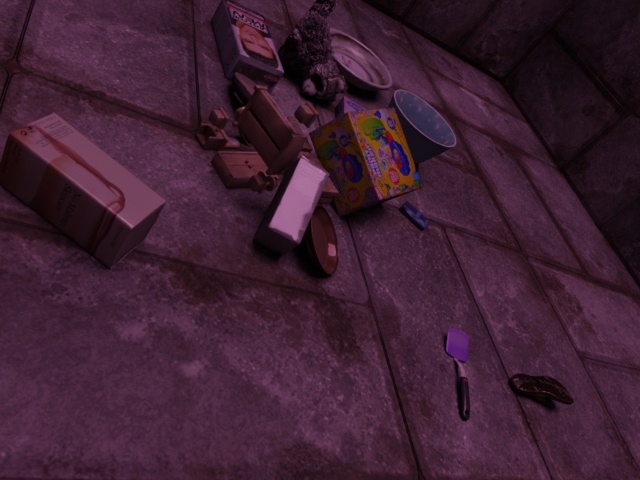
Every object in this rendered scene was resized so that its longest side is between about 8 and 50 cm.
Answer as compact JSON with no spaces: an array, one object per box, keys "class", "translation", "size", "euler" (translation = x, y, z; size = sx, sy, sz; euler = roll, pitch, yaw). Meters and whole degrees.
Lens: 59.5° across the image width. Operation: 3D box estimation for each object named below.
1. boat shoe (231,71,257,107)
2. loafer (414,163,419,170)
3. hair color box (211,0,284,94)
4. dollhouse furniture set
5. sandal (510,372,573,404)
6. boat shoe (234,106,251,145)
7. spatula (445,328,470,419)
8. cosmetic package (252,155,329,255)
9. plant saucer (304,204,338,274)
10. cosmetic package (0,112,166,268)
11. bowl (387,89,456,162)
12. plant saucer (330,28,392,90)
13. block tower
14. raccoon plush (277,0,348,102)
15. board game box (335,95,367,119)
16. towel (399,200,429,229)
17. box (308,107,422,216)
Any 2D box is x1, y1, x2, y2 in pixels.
[{"class":"boat shoe","translation":[-0.230,-0.448,1.830],"size":[0.112,0.095,0.335],"euler":[19,25,-41]},{"class":"loafer","translation":[0.380,-0.302,2.281],"size":[0.062,0.061,0.170],"euler":[36,35,-6]},{"class":"hair color box","translation":[-0.274,-0.721,2.067],"size":[0.186,0.113,0.374],"euler":[12,45,-35]},{"class":"dollhouse furniture set","translation":[-0.143,-0.314,1.542],"size":[0.174,0.355,0.303],"euler":[-9,58,-49]},{"class":"sandal","translation":[0.684,0.472,1.749],"size":[0.220,0.060,0.090],"euler":[11,37,-15]},{"class":"boat shoe","translation":[-0.226,-0.346,1.695],"size":[0.056,0.153,0.048],"euler":[-22,69,-14]},{"class":"spatula","translation":[0.401,0.377,1.598],"size":[0.084,0.030,0.296],"euler":[28,37,-17]},{"class":"cosmetic package","translation":[-0.077,-0.089,1.492],"size":[0.107,0.127,0.237],"euler":[33,60,-13]},{"class":"plant saucer","translation":[0.000,0.000,1.552],"size":[0.199,0.036,0.198],"euler":[-11,90,-69]},{"class":"cosmetic package","translation":[-0.494,-0.102,1.160],"size":[0.296,0.153,0.129],"euler":[37,37,-3]},{"class":"bowl","translation":[0.359,-0.423,2.189],"size":[0.312,0.163,0.311],"euler":[27,37,-23]},{"class":"plant saucer","translation":[0.145,-0.802,2.563],"size":[0.401,0.100,0.400],"euler":[25,39,-22]},{"class":"block tower","translation":[-0.071,-0.251,1.773],"size":[0.097,0.091,0.335],"euler":[2,50,-43]},{"class":"raccoon plush","translation":[0.041,-0.765,2.195],"size":[0.299,0.446,0.216],"euler":[35,2,-10]},{"class":"board game box","translation":[0.205,-0.396,2.211],"size":[0.319,0.066,0.317],"euler":[27,37,-21]},{"class":"towel","translation":[0.346,-0.093,2.052],"size":[0.119,0.029,0.067],"euler":[43,34,2]},{"class":"box","translation":[0.152,-0.261,1.836],"size":[0.279,0.177,0.289],"euler":[-21,91,-49]}]
